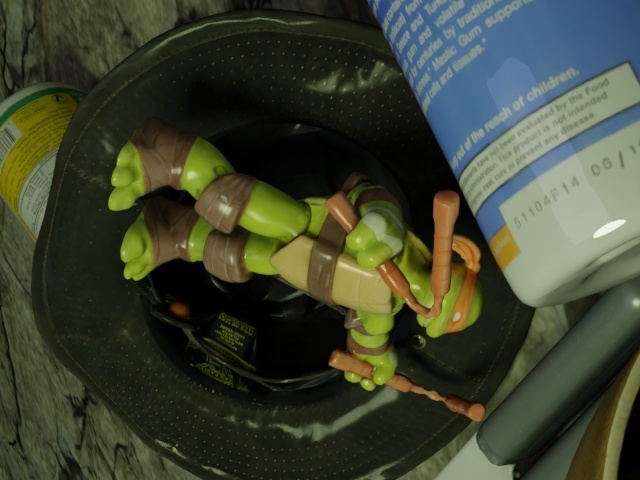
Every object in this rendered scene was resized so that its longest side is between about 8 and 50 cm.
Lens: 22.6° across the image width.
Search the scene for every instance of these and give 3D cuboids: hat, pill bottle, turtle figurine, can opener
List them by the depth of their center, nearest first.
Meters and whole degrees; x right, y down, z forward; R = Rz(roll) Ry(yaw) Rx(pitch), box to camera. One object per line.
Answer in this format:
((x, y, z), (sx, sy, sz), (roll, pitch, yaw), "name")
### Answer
((0.101, -0.120, 0.732), (0.272, 0.152, 0.152), (65, 151, 12), "pill bottle")
((0.000, 0.000, 0.852), (0.217, 0.087, 0.269), (19, 160, 11), "turtle figurine")
((0.133, 0.113, 0.895), (0.074, 0.093, 0.280), (56, 139, 24), "can opener")
((-0.013, -0.005, 1.001), (0.134, 0.331, 0.331), (-66, -21, -60), "hat")
((-0.193, -0.033, 1.339), (0.208, 0.118, 0.117), (47, 143, 38), "pill bottle")

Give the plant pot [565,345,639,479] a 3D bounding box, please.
((0.192, 0.134, 0.676), (0.254, 0.237, 0.237), (122, 126, -72), "plant pot")
